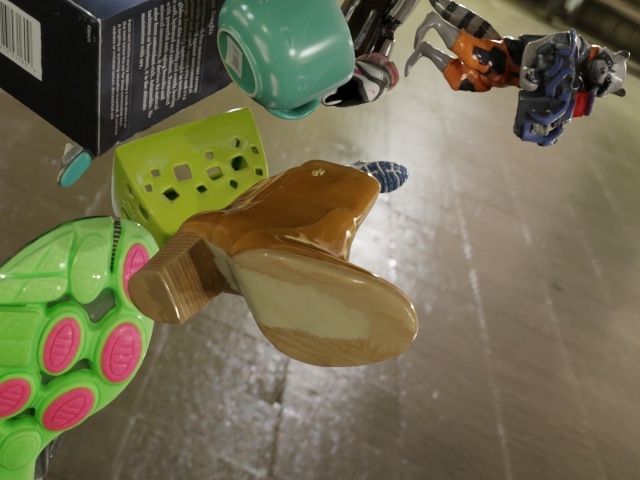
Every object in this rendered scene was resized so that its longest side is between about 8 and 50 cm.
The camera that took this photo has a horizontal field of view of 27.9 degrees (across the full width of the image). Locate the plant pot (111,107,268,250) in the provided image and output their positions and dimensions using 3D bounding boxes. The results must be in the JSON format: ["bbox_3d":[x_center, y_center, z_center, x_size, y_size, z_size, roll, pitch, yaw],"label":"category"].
[{"bbox_3d":[-0.184,-0.042,2.003,0.228,0.227,0.207,-19,71,-17],"label":"plant pot"}]

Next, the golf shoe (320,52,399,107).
[{"bbox_3d":[0.014,-0.221,1.794,0.186,0.067,0.086,2,32,42],"label":"golf shoe"}]

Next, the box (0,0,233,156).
[{"bbox_3d":[-0.231,-0.285,1.419,0.296,0.182,0.294,34,47,25],"label":"box"}]

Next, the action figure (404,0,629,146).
[{"bbox_3d":[0.305,-0.285,1.928,0.330,0.178,0.341,12,-19,0],"label":"action figure"}]

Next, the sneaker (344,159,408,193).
[{"bbox_3d":[0.065,-0.100,1.919,0.135,0.052,0.058,-6,24,11],"label":"sneaker"}]

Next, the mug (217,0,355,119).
[{"bbox_3d":[-0.037,-0.182,1.272,0.097,0.157,0.129,-28,21,-20],"label":"mug"}]

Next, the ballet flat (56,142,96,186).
[{"bbox_3d":[-0.298,-0.116,1.625,0.041,0.114,0.041,38,-16,13],"label":"ballet flat"}]

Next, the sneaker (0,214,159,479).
[{"bbox_3d":[-0.323,0.146,1.353,0.185,0.482,0.202,23,28,-23],"label":"sneaker"}]

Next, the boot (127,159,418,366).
[{"bbox_3d":[0.000,0.001,1.074,0.295,0.104,0.211,5,33,38],"label":"boot"}]

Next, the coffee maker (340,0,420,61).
[{"bbox_3d":[0.077,-0.403,2.196,0.171,0.178,0.120,31,10,11],"label":"coffee maker"}]
